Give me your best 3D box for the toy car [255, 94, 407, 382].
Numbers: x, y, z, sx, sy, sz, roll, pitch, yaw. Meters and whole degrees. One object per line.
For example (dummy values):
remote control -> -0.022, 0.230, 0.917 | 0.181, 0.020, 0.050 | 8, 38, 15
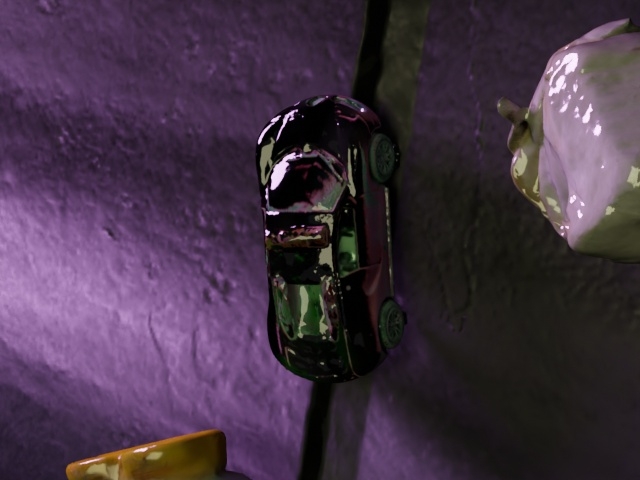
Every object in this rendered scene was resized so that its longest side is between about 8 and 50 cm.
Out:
toy car -> 0.000, 0.000, 0.682 | 0.069, 0.055, 0.142 | 1, 98, 32

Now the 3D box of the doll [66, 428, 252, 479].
doll -> -0.062, 0.259, 0.711 | 0.177, 0.141, 0.314 | -19, 80, 36

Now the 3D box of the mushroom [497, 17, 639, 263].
mushroom -> 0.196, -0.029, 0.517 | 0.278, 0.096, 0.099 | 8, 103, 30
